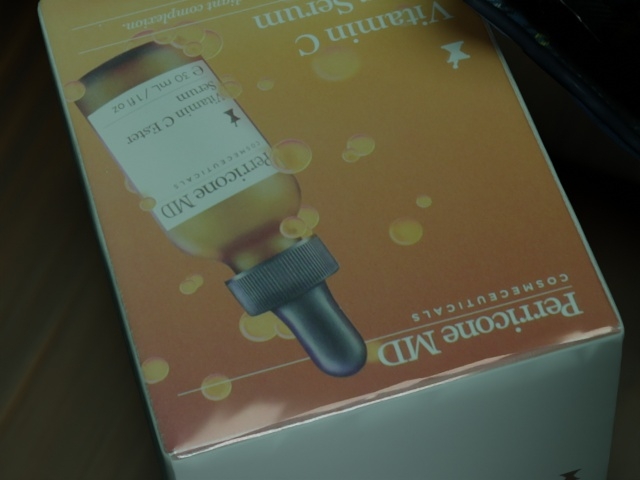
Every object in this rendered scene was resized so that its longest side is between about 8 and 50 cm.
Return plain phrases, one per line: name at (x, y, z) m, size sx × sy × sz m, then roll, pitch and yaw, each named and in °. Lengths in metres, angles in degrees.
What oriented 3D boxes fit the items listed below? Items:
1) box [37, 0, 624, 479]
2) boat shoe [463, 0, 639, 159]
box at (0.000, 0.000, 0.591) m, size 0.130 × 0.091 × 0.170 m, roll -16°, pitch 55°, yaw -7°
boat shoe at (0.125, -0.025, 0.569) m, size 0.258 × 0.109 × 0.089 m, roll 36°, pitch 49°, yaw 3°
